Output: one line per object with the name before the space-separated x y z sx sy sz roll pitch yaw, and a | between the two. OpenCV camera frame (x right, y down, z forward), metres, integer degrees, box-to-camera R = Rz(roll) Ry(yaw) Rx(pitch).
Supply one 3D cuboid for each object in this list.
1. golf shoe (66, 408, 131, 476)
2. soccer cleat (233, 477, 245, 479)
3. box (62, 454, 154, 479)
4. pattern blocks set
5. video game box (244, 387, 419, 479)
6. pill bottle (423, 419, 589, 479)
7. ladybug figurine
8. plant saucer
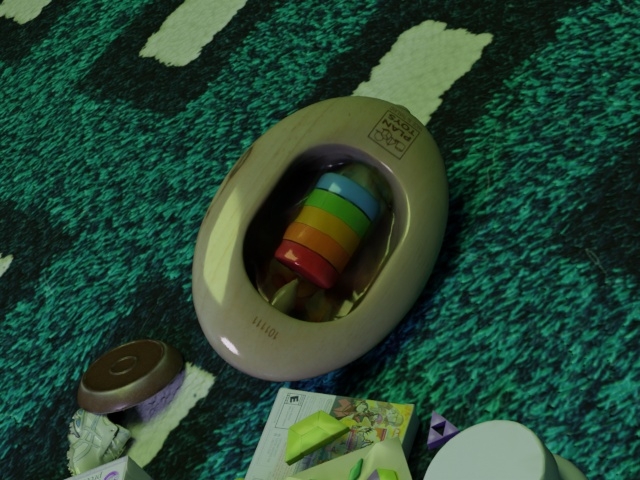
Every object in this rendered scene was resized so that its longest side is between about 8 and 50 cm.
golf shoe | -0.312 0.296 2.174 0.086 0.069 0.176 -23 39 11
soccer cleat | -0.129 0.427 1.876 0.121 0.093 0.289 16 53 14
box | -0.370 0.377 2.050 0.324 0.067 0.063 -24 37 25
pattern blocks set | 0.036 0.324 1.783 0.324 0.026 0.285 -35 56 0
video game box | 0.007 0.286 1.881 0.187 0.048 0.205 4 52 25
pill bottle | 0.221 0.308 1.511 0.162 0.278 0.162 -23 39 20
ladybug figurine | 0.000 0.000 2.075 0.449 0.305 0.162 -53 -2 -20
plant saucer | -0.286 0.194 2.247 0.168 0.029 0.168 -17 26 8
